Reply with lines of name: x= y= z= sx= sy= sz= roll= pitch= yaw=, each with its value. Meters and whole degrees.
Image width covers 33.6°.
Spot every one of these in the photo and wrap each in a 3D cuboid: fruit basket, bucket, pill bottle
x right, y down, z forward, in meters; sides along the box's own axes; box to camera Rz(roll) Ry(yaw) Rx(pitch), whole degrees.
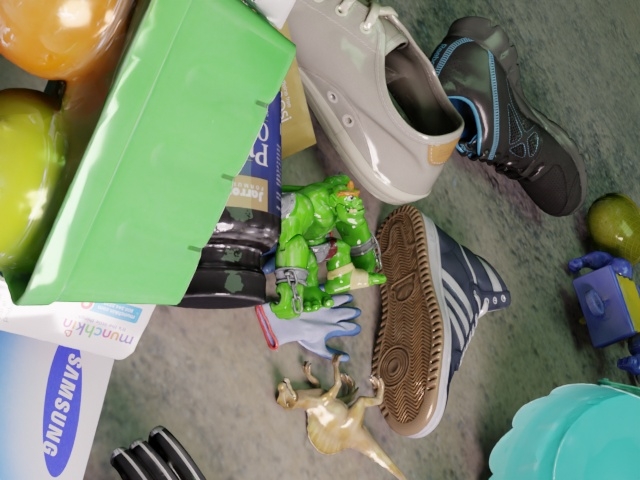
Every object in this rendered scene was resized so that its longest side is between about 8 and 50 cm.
fruit basket: x=-0.213 y=-0.112 z=0.638 sx=0.353 sy=0.327 sz=0.165 roll=21 pitch=12 yaw=-22
bucket: x=0.338 y=0.293 z=1.186 sx=0.183 sy=0.281 sz=0.281 roll=5 pitch=66 yaw=-55
pill bottle: x=-0.095 y=-0.052 z=0.948 sx=0.123 sy=0.123 sz=0.219 roll=12 pitch=73 yaw=-48

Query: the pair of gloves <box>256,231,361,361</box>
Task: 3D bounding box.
pair of gloves: x=-0.021 y=0.035 z=1.091 sx=0.159 sy=0.023 sz=0.198 roll=-7 pitch=75 yaw=-53

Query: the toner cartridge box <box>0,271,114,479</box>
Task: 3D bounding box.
toner cartridge box: x=-0.249 y=0.183 z=0.669 sx=0.165 sy=0.075 sz=0.347 roll=38 pitch=43 yaw=-34

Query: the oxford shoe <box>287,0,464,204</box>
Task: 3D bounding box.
oxford shoe: x=0.011 y=-0.248 z=1.192 sx=0.449 sy=0.130 sz=0.169 roll=53 pitch=40 yaw=0

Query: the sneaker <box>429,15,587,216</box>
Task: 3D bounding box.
sneaker: x=0.250 y=-0.144 z=1.489 sx=0.341 sy=0.125 sz=0.139 roll=50 pitch=66 yaw=-24

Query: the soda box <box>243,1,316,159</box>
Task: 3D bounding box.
soda box: x=-0.060 y=-0.169 z=1.051 sx=0.058 sy=0.061 sz=0.181 roll=-29 pitch=127 yaw=-19

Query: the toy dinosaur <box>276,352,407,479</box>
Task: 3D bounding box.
toy dinosaur: x=0.025 y=0.175 z=1.054 sx=0.183 sy=0.053 sz=0.092 roll=38 pitch=58 yaw=-21

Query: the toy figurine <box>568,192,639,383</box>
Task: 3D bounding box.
toy figurine: x=0.455 y=0.064 z=1.542 sx=0.217 sy=0.191 sz=0.362 roll=9 pitch=62 yaw=-44

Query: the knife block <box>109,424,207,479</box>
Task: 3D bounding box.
knife block: x=-0.064 y=0.275 z=0.769 sx=0.276 sy=0.088 sz=0.242 roll=20 pitch=53 yaw=-19

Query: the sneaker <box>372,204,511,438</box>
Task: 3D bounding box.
sneaker: x=0.141 y=0.104 z=1.186 sx=0.153 sy=0.099 sz=0.282 roll=31 pitch=44 yaw=-35

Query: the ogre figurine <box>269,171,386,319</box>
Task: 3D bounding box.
ogre figurine: x=0.000 y=0.000 z=1.046 sx=0.197 sy=0.097 sz=0.118 roll=-19 pitch=101 yaw=-41
